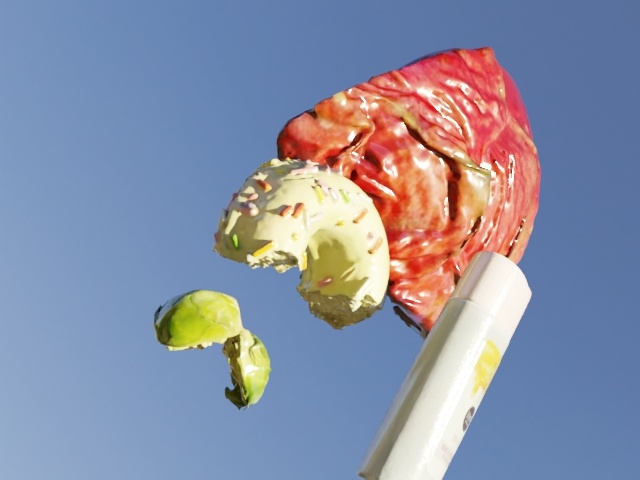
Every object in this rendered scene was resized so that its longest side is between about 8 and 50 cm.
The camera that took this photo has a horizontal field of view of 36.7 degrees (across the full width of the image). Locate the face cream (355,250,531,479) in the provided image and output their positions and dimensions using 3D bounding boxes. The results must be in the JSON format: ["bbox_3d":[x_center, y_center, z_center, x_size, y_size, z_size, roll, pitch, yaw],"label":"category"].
[{"bbox_3d":[0.099,0.108,0.740,0.057,0.198,0.084,22,-18,29],"label":"face cream"}]

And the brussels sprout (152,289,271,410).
[{"bbox_3d":[-0.063,0.063,0.601,0.083,0.046,0.051,42,-80,-16],"label":"brussels sprout"}]

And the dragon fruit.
[{"bbox_3d":[0.062,-0.047,0.963,0.240,0.330,0.302,-12,-105,36],"label":"dragon fruit"}]

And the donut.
[{"bbox_3d":[0.000,-0.005,0.732,0.065,0.108,0.166,2,-22,41],"label":"donut"}]
